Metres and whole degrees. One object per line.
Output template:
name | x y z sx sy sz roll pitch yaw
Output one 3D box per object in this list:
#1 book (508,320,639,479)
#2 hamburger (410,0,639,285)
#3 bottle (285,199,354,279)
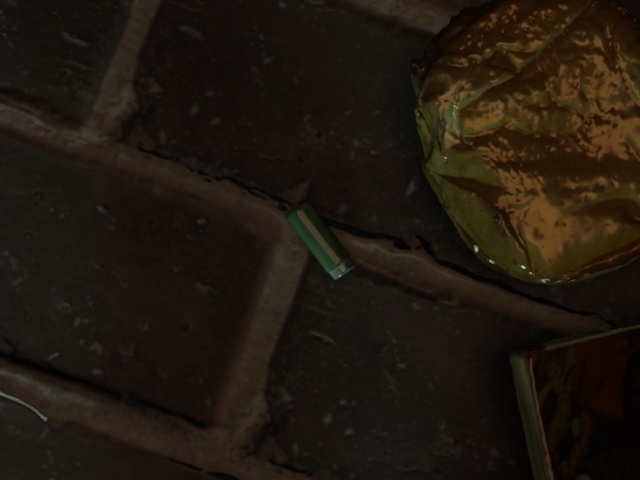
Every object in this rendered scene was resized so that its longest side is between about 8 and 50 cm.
book | 0.405 0.208 0.745 0.428 0.039 0.300 -10 86 -14
hamburger | 0.224 -0.103 0.752 0.259 0.144 0.283 -20 90 0
bottle | 0.000 0.000 0.787 0.030 0.030 0.083 -37 88 -5
